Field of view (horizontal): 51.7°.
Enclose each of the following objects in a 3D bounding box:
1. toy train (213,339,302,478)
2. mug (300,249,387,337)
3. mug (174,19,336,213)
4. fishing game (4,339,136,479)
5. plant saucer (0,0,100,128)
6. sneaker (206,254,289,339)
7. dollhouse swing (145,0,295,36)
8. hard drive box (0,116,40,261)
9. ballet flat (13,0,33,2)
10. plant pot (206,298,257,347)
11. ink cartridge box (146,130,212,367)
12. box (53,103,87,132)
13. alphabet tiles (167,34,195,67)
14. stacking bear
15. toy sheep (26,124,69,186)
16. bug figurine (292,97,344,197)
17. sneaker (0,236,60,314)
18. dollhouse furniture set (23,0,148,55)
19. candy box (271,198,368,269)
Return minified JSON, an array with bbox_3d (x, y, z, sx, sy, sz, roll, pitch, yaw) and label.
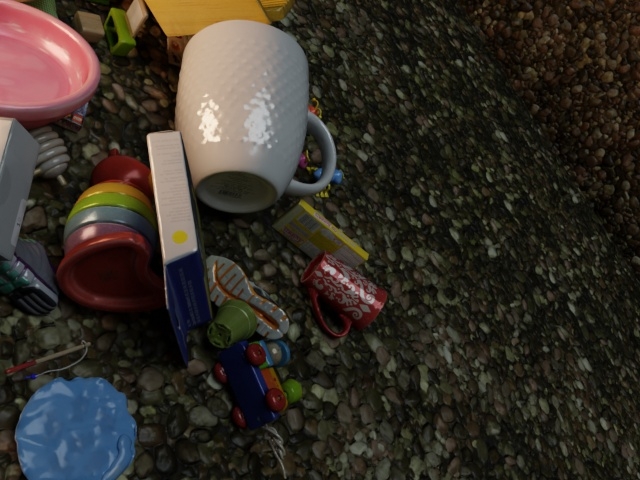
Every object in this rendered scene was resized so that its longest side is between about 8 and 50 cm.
[{"bbox_3d":[-0.083,0.300,1.221,0.143,0.105,0.247,-5,66,-60],"label":"toy train"},{"bbox_3d":[0.043,0.117,1.449,0.169,0.113,0.150,39,41,-12],"label":"mug"},{"bbox_3d":[-0.124,-0.223,1.395,0.374,0.276,0.327,19,57,-31],"label":"mug"},{"bbox_3d":[-0.366,0.292,0.996,0.189,0.041,0.264,-18,85,-48],"label":"fishing game"},{"bbox_3d":[-0.553,-0.298,1.129,0.332,0.084,0.332,17,41,-15],"label":"plant saucer"},{"bbox_3d":[-0.150,0.113,1.299,0.215,0.084,0.083,44,1,3],"label":"sneaker"},{"bbox_3d":[-0.242,-0.640,1.447,0.346,0.316,0.304,-79,163,-62],"label":"dollhouse swing"},{"bbox_3d":[-0.527,-0.077,0.893,0.232,0.089,0.181,6,72,3],"label":"hard drive box"},{"bbox_3d":[-0.593,-0.477,1.211,0.232,0.073,0.080,-16,79,-18],"label":"ballet flat"},{"bbox_3d":[-0.170,0.160,1.219,0.083,0.083,0.079,52,21,-2],"label":"plant pot"},{"bbox_3d":[-0.229,0.024,1.125,0.072,0.303,0.307,-10,65,-10],"label":"ink cartridge box"},{"bbox_3d":[-0.512,-0.270,1.250,0.137,0.027,0.093,23,48,-31],"label":"box"},{"bbox_3d":[-0.262,-0.435,1.610,0.237,0.009,0.198,14,54,-35],"label":"alphabet tiles"},{"bbox_3d":[-0.352,-0.036,1.148,0.164,0.175,0.288,-9,46,1],"label":"stacking bear"},{"bbox_3d":[-0.486,-0.151,1.153,0.091,0.091,0.132,-43,109,-49],"label":"toy sheep"},{"bbox_3d":[-0.049,-0.243,1.636,0.216,0.072,0.278,-4,67,-45],"label":"bug figurine"},{"bbox_3d":[-0.488,0.015,1.023,0.223,0.083,0.098,58,22,-35],"label":"sneaker"},{"bbox_3d":[-0.514,-0.504,1.313,0.302,0.151,0.197,-3,65,-44],"label":"dollhouse furniture set"},{"bbox_3d":[0.000,0.000,1.489,0.206,0.105,0.027,39,43,-17],"label":"candy box"}]
